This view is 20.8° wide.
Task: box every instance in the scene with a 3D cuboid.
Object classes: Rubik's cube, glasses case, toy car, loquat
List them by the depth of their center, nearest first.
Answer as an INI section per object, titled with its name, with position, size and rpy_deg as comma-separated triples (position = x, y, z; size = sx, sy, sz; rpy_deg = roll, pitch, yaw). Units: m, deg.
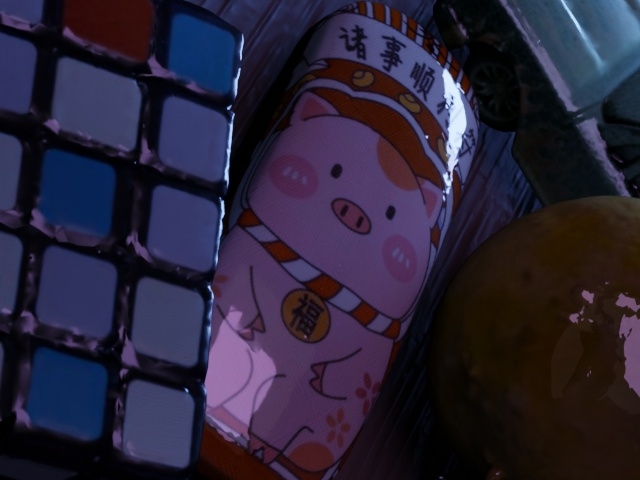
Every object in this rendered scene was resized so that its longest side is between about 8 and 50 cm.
[Rubik's cube]
position = -0.157, 0.001, 0.625
size = 0.187, 0.182, 0.184
rpy_deg = 18, 64, -30
[glasses case]
position = 0.000, 0.000, 0.812
size = 0.103, 0.067, 0.266
rpy_deg = 38, 56, -21
[loquat]
position = 0.140, 0.057, 0.835
size = 0.172, 0.149, 0.204
rpy_deg = 39, 71, -5
[toy car]
position = 0.195, -0.029, 0.945
size = 0.141, 0.097, 0.320
rpy_deg = -36, 96, -39
